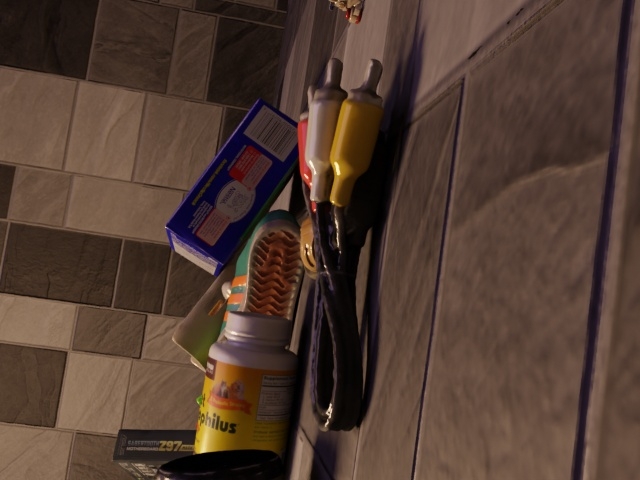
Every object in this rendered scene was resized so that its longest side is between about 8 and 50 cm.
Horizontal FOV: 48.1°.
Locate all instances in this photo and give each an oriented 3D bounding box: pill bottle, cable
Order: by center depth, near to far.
[{"bbox_3d":[-0.001,0.002,0.584,0.139,0.072,0.288,-3,75,64],"label":"cable"},{"bbox_3d":[-0.088,0.318,0.676,0.123,0.122,0.219,138,127,-78],"label":"pill bottle"},{"bbox_3d":[-0.093,0.202,0.917,0.117,0.117,0.215,173,105,-82],"label":"pill bottle"}]

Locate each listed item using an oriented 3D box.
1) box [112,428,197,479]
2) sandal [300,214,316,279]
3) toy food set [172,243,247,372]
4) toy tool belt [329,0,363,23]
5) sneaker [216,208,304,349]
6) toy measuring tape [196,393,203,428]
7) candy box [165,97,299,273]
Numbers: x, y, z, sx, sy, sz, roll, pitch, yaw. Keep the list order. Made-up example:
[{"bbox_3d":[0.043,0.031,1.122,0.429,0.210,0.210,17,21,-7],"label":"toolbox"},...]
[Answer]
[{"bbox_3d":[-0.231,0.392,1.250,0.233,0.183,0.059,74,-163,-56],"label":"box"},{"bbox_3d":[0.000,0.000,0.711,0.180,0.049,0.072,135,143,-70],"label":"sandal"},{"bbox_3d":[-0.195,0.136,1.406,0.220,0.092,0.306,-53,-8,-15],"label":"toy food set"},{"bbox_3d":[0.025,-0.300,0.868,0.052,0.051,0.083,113,163,-63],"label":"toy tool belt"},{"bbox_3d":[-0.089,0.095,1.099,0.121,0.108,0.302,-100,28,-69],"label":"sneaker"},{"bbox_3d":[-0.160,0.362,1.378,0.330,0.121,0.122,75,-162,-66],"label":"toy measuring tape"},{"bbox_3d":[-0.150,-0.078,1.287,0.268,0.122,0.317,-55,5,-11],"label":"candy box"}]
